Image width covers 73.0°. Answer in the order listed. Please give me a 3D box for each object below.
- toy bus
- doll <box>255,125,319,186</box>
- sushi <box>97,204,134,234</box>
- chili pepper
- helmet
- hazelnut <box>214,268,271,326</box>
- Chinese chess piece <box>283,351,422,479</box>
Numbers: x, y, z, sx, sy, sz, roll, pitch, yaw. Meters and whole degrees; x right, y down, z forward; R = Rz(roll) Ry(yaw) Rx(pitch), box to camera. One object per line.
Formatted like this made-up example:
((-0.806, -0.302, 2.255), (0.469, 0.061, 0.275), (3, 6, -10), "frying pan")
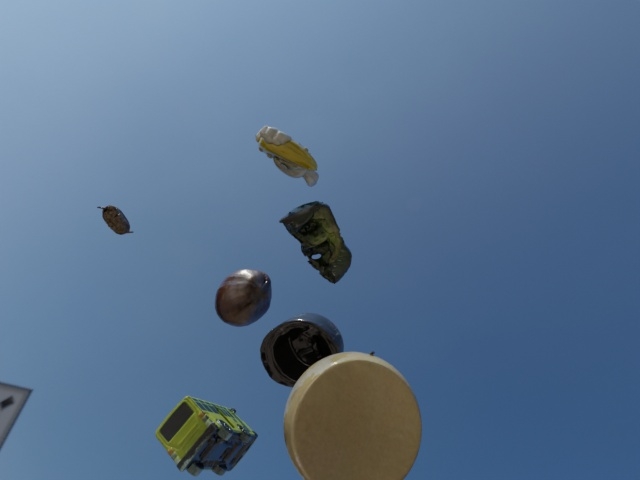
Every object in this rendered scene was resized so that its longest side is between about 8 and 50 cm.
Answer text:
((-0.278, 0.491, 1.092), (0.150, 0.262, 0.128), (33, -105, 28), "toy bus")
((-0.099, -0.272, 1.385), (0.252, 0.237, 0.111), (32, -98, -8), "doll")
((-0.632, -0.064, 1.331), (0.052, 0.055, 0.120), (-31, -68, -10), "sushi")
((0.001, 0.000, 1.290), (0.148, 0.116, 0.264), (-29, -68, 5), "chili pepper")
((-0.043, 0.338, 1.380), (0.279, 0.160, 0.230), (-25, -85, 29), "helmet")
((-0.280, 0.222, 1.646), (0.218, 0.233, 0.218), (12, -41, 11), "hazelnut")
((0.063, 0.351, 0.830), (0.273, 0.102, 0.273), (2, -102, -12), "Chinese chess piece")
